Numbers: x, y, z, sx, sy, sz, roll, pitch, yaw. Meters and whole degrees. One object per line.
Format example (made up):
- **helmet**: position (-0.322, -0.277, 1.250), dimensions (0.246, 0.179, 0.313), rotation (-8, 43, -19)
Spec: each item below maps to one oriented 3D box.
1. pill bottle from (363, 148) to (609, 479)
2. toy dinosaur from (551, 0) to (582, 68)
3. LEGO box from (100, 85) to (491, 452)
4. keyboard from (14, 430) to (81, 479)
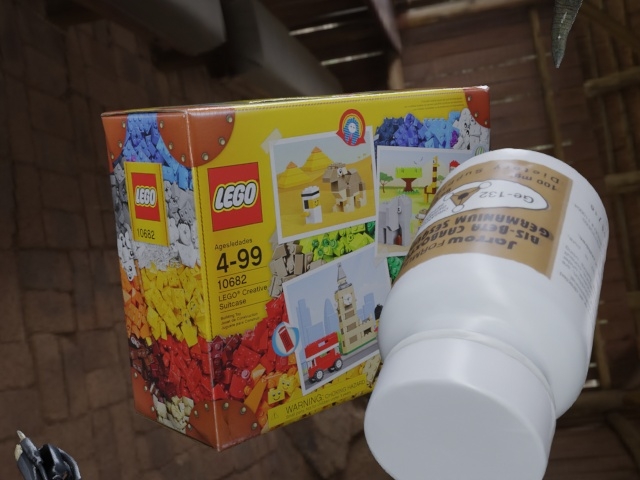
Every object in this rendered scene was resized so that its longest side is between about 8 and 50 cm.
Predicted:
- **pill bottle**: position (0.109, 0.049, 0.550), dimensions (0.229, 0.131, 0.131), rotation (-59, 142, -49)
- **toy dinosaur**: position (0.184, -0.291, 0.610), dimensions (0.121, 0.160, 0.314), rotation (13, 81, -46)
- **LEGO box**: position (0.000, 0.000, 1.106), dimensions (0.500, 0.193, 0.373), rotation (-13, 104, -41)
- **keyboard**: position (-0.095, 0.215, 0.434), dimensions (0.317, 0.033, 0.202), rotation (24, -52, 50)
